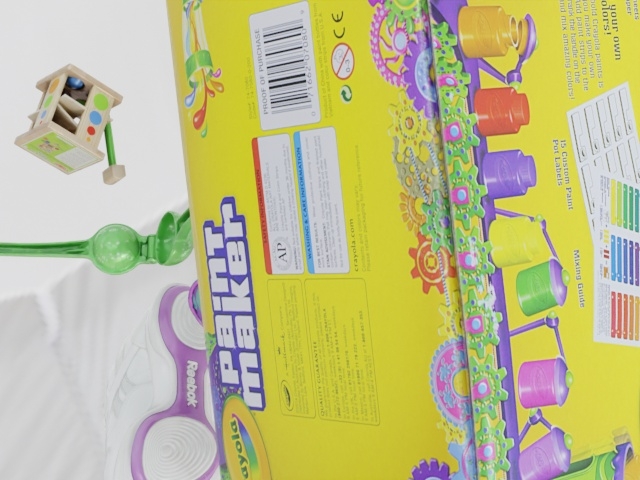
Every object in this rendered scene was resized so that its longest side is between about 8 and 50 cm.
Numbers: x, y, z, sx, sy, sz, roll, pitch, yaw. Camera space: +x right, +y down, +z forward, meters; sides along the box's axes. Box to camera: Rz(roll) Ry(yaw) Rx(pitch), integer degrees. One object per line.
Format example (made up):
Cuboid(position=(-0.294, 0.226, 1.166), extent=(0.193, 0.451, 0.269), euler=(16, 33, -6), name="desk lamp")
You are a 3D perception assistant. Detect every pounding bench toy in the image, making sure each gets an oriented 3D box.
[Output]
Cuboid(position=(-0.181, -0.088, 1.136), extent=(0.083, 0.065, 0.052), euler=(32, -31, -31), name="pounding bench toy")

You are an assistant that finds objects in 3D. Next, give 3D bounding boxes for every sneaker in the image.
Cuboid(position=(-0.174, 0.199, 1.556), extent=(0.114, 0.305, 0.152), euler=(26, -42, -22), name="sneaker")

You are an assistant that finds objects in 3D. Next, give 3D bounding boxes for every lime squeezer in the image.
Cuboid(position=(-0.201, 0.003, 1.495), extent=(0.110, 0.310, 0.058), euler=(0, 81, -59), name="lime squeezer")

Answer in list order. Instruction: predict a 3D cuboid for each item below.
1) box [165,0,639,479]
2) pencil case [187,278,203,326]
Cuboid(position=(0.100, -0.025, 0.675), extent=(0.177, 0.279, 0.289), euler=(-3, -86, 53), name="box")
Cuboid(position=(-0.066, 0.048, 1.464), extent=(0.070, 0.064, 0.152), euler=(0, 12, 29), name="pencil case")
